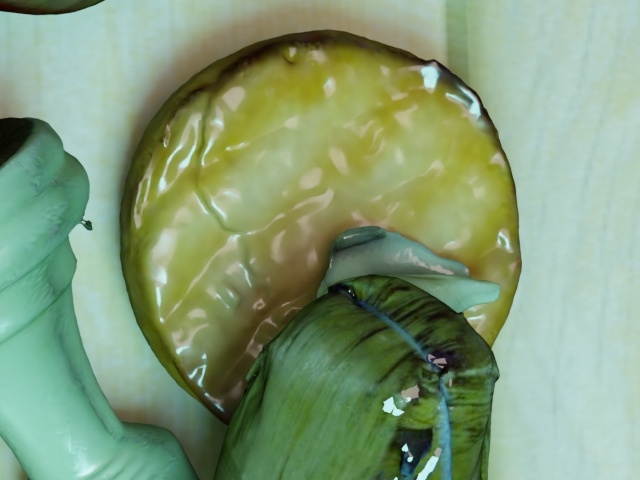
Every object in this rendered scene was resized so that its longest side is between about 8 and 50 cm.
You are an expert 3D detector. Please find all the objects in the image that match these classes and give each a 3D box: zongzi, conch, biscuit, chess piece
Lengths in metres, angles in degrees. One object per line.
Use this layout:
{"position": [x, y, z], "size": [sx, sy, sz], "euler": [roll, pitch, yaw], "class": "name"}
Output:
{"position": [0.076, 0.166, 1.129], "size": [0.360, 0.160, 0.323], "euler": [-7, 126, -48], "class": "zongzi"}
{"position": [0.036, 0.042, 1.137], "size": [0.180, 0.088, 0.065], "euler": [-16, 140, -28], "class": "conch"}
{"position": [0.000, 0.000, 1.199], "size": [0.296, 0.102, 0.296], "euler": [0, 89, -21], "class": "biscuit"}
{"position": [-0.184, 0.090, 1.090], "size": [0.194, 0.194, 0.299], "euler": [-35, 112, -19], "class": "chess piece"}

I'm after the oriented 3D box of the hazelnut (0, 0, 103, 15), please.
{"position": [-0.152, -0.339, 1.012], "size": [0.409, 0.359, 0.359], "euler": [-43, 105, -25], "class": "hazelnut"}
